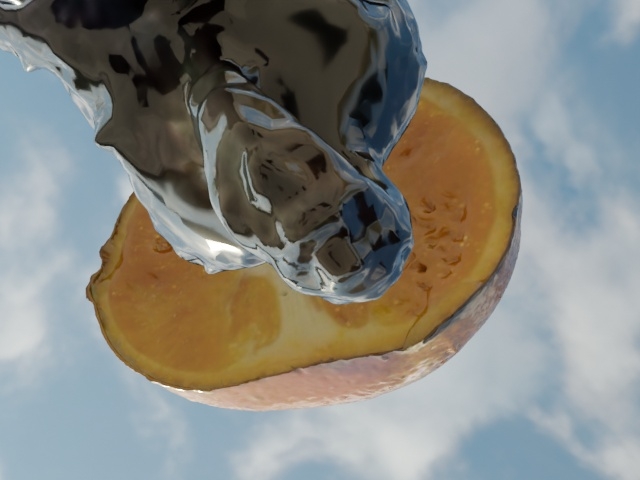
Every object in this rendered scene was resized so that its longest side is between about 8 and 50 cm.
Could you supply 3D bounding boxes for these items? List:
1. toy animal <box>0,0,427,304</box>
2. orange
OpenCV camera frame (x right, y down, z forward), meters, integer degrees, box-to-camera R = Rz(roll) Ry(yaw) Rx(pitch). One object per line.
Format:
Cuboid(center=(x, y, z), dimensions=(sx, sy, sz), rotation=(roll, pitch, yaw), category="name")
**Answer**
Cuboid(center=(-0.094, -0.120, 0.594), dimensions=(0.194, 0.344, 0.303), rotation=(-47, -160, 10), category="toy animal")
Cuboid(center=(0.003, 0.004, 1.078), dimensions=(0.310, 0.274, 0.274), rotation=(-42, -126, 37), category="orange")
